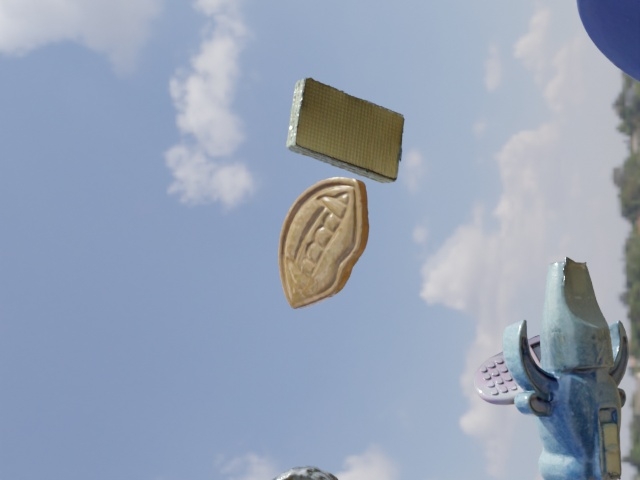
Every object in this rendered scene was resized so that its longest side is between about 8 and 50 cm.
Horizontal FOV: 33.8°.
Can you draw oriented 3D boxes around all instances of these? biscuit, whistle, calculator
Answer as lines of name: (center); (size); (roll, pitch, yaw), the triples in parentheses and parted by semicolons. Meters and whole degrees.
biscuit: (0.000, 0.000, 1.510); (0.029, 0.142, 0.220); (-1, -51, -48)
whistle: (0.275, 0.154, 1.143); (0.180, 0.093, 0.269); (5, -102, -36)
biscuit: (0.042, -0.170, 1.659); (0.199, 0.040, 0.121); (18, -112, -30)
calculator: (0.283, 0.169, 1.393); (0.103, 0.166, 0.024); (-108, -3, -58)

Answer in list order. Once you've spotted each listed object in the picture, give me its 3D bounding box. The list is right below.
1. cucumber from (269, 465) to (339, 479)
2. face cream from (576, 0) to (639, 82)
cucumber: (-0.009, 0.186, 0.727); (0.112, 0.064, 0.064); (63, -151, -75)
face cream: (0.485, -0.341, 1.331); (0.225, 0.249, 0.249); (-51, -31, -17)
